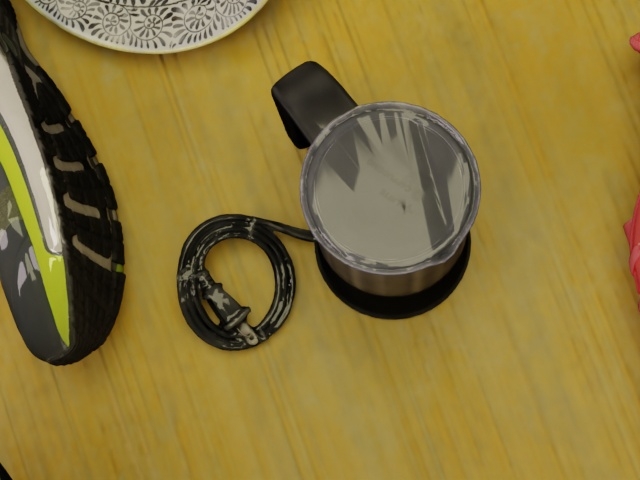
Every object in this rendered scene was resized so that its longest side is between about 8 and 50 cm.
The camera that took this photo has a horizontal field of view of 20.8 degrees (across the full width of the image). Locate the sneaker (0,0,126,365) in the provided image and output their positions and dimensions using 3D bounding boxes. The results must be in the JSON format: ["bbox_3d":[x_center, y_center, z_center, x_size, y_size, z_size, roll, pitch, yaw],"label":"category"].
[{"bbox_3d":[-0.201,-0.059,0.911,0.121,0.111,0.300,-31,73,7],"label":"sneaker"}]

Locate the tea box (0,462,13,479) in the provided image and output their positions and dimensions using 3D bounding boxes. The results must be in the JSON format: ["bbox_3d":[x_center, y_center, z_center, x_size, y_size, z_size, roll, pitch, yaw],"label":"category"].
[{"bbox_3d":[-0.181,0.268,0.675,0.220,0.323,0.329,-21,54,-1],"label":"tea box"}]

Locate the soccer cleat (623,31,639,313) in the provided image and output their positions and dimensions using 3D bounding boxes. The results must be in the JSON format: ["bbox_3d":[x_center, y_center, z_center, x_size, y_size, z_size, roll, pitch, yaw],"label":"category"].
[{"bbox_3d":[0.207,0.036,0.874,0.116,0.109,0.318,1,81,26],"label":"soccer cleat"}]

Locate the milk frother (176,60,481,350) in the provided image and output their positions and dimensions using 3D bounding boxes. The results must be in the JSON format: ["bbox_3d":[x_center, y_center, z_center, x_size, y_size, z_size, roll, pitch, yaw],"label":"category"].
[{"bbox_3d":[0.000,0.000,0.863,0.129,0.135,0.143,35,82,10],"label":"milk frother"}]

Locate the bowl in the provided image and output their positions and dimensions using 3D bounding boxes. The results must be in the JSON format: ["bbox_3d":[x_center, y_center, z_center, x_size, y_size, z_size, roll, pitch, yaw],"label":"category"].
[{"bbox_3d":[-0.091,-0.191,0.920,0.170,0.170,0.080,5,34,7],"label":"bowl"}]
